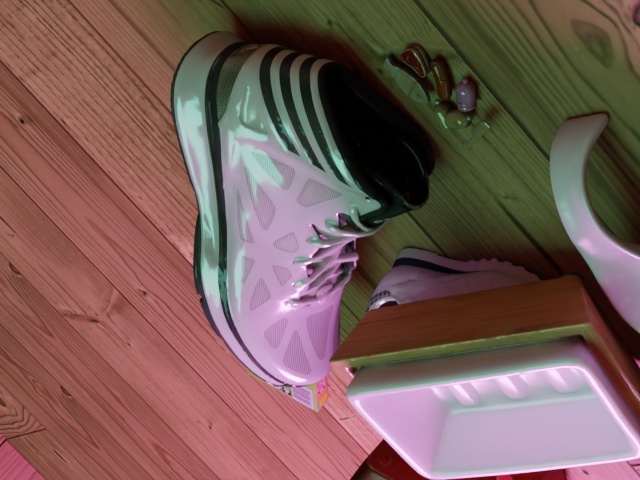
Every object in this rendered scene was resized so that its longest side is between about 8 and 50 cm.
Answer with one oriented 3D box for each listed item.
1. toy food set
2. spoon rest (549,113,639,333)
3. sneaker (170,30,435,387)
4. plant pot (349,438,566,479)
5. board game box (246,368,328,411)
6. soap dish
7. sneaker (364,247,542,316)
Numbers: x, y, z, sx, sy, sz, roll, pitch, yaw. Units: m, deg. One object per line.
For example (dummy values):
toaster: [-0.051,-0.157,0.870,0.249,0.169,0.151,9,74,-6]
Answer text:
toy food set: [0.119,-0.149,1.462,0.122,0.019,0.078,48,151,3]
spoon rest: [0.297,0.013,1.404,0.137,0.084,0.276,-9,124,54]
sneaker: [-0.001,0.000,1.610,0.257,0.169,0.447,15,131,38]
plant pot: [0.160,0.339,1.857,0.267,0.267,0.235,29,135,21]
board game box: [-0.054,0.128,2.020,0.124,0.039,0.259,27,151,22]
soap dish: [0.189,0.146,1.565,0.291,0.118,0.229,-11,140,29]
sneaker: [0.156,0.075,1.644,0.235,0.095,0.090,4,133,45]
